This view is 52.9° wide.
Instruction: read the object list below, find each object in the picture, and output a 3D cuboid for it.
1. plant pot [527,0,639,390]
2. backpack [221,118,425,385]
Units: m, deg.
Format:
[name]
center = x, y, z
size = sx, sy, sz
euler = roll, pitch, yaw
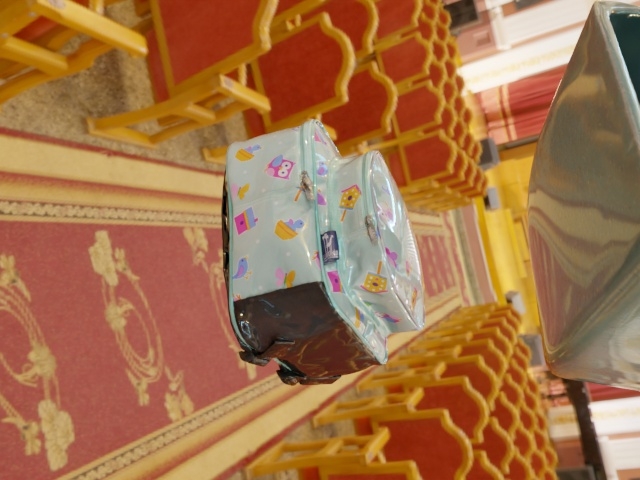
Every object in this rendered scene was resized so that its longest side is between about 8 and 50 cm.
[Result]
[plant pot]
center = 0.294, 0.003, 0.521
size = 0.252, 0.247, 0.247
euler = 106, -7, -51
[backpack]
center = 0.000, 0.000, 0.509
size = 0.166, 0.145, 0.188
euler = 48, 22, -58
